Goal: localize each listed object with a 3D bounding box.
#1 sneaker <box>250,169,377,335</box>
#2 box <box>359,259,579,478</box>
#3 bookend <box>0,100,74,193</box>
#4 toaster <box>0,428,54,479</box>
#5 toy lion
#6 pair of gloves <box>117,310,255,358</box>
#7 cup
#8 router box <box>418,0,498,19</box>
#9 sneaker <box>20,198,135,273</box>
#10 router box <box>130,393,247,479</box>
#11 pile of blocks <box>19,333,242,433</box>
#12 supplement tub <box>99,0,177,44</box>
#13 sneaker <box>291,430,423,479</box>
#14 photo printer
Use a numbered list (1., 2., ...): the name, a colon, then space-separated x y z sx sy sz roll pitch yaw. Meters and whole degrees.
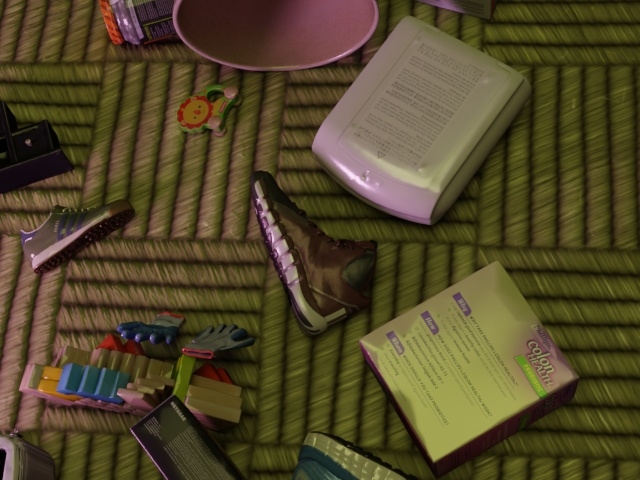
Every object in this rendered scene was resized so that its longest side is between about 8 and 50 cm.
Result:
1. sneaker: 0.000 0.000 1.837 0.162 0.106 0.281 -20 76 -7
2. box: 0.216 0.189 1.709 0.243 0.117 0.213 -30 66 -5
3. bookend: -0.521 -0.176 1.985 0.157 0.072 0.156 -18 66 -1
4. toaster: -0.471 0.373 1.703 0.129 0.146 0.227 1 67 7
5. toy lion: -0.196 -0.225 1.989 0.096 0.034 0.100 18 70 23
6. pair of gloves: -0.202 0.141 1.772 0.198 0.159 0.023 9 101 14
7. cup: -0.074 -0.459 1.902 0.331 0.331 0.237 -4 68 6
8. router box: 0.190 -0.572 2.056 0.335 0.082 0.301 17 70 14
9. sneaker: -0.408 -0.031 1.911 0.192 0.064 0.086 -33 72 -4
10. router box: -0.118 0.379 1.603 0.081 0.243 0.309 -38 68 -9
11. pile of blocks: -0.281 0.197 1.753 0.362 0.149 0.112 8 68 11
12. supplement tub: -0.281 -0.412 2.031 0.190 0.117 0.117 -16 66 0
13. sneaker: 0.101 0.402 1.645 0.330 0.130 0.147 25 87 20
14. photo printer: 0.155 -0.187 1.882 0.256 0.107 0.307 31 75 19
